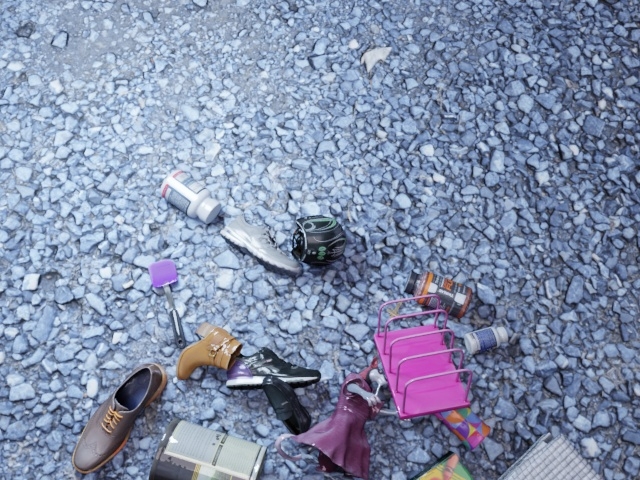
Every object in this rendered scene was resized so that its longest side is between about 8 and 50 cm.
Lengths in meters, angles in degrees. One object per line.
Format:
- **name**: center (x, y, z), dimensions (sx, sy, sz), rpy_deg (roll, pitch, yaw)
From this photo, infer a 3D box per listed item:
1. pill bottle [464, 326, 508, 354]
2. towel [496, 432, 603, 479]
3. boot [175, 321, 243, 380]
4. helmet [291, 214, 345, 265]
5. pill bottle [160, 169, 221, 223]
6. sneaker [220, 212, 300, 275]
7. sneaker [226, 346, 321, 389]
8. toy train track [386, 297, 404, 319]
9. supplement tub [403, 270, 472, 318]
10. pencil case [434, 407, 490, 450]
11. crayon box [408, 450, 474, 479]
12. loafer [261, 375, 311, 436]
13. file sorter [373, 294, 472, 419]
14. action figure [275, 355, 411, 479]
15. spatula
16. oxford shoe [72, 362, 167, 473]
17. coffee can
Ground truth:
- **pill bottle**: center (0.507, 0.303, 1.892), dimensions (0.120, 0.067, 0.067), rpy_deg (-15, 75, -5)
- **towel**: center (0.644, 0.717, 1.751), dimensions (0.284, 0.121, 0.235), rpy_deg (-40, 77, -10)
- **boot**: center (-0.331, 0.352, 1.832), dimensions (0.152, 0.073, 0.197), rpy_deg (25, 84, 26)
- **helmet**: center (0.000, 0.000, 1.916), dimensions (0.162, 0.169, 0.169), rpy_deg (-4, 73, -26)
- **pill bottle**: center (-0.413, -0.136, 1.983), dimensions (0.180, 0.108, 0.108), rpy_deg (36, 76, 9)
- **sneaker**: center (-0.176, 0.010, 1.946), dimensions (0.281, 0.105, 0.115), rpy_deg (32, 75, 8)
- **sneaker**: center (-0.139, 0.375, 1.845), dimensions (0.284, 0.107, 0.124), rpy_deg (-1, 68, -1)
- **toy train track**: center (0.238, 0.217, 1.941), dimensions (0.048, 0.014, 0.083), rpy_deg (29, 70, 15)
- **supplement tub**: center (0.360, 0.161, 1.911), dimensions (0.198, 0.106, 0.106), rpy_deg (20, 75, 4)
- **pencil case**: center (0.386, 0.500, 1.817), dimensions (0.104, 0.104, 0.236), rpy_deg (-42, 79, -12)
- **crayon box**: center (0.386, 0.788, 1.738), dimensions (0.202, 0.081, 0.318), rpy_deg (-33, 77, -7)
- **loafer**: center (-0.099, 0.478, 1.770), dimensions (0.076, 0.223, 0.078), rpy_deg (-17, 29, 30)
- **file sorter**: center (0.288, 0.319, 1.756), dimensions (0.202, 0.182, 0.290), rpy_deg (-8, 44, -7)
- **action figure**: center (0.087, 0.505, 1.789), dimensions (0.276, 0.248, 0.370), rpy_deg (-2, 48, 34)
- **spatula**: center (-0.465, 0.195, 1.926), dimensions (0.084, 0.030, 0.296), rpy_deg (-17, 75, -8)
- **oxford shoe**: center (-0.595, 0.503, 1.781), dimensions (0.130, 0.132, 0.363), rpy_deg (32, 76, 7)
- **coffee can**: center (-0.307, 0.629, 1.714), dimensions (0.276, 0.201, 0.201), rpy_deg (16, 74, 4)
